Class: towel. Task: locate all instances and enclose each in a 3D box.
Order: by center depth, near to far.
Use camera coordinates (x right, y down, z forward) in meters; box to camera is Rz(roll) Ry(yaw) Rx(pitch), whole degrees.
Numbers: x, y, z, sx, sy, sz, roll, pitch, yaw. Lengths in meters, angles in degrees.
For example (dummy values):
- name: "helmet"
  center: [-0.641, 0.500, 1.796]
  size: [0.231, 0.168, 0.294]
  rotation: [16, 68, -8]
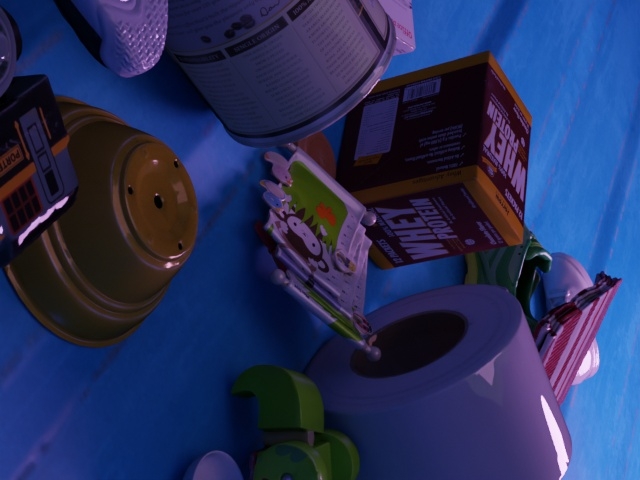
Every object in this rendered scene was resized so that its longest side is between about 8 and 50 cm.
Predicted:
- name: "towel"
  center: [0.319, 0.179, 1.733]
  size: [0.329, 0.037, 0.237]
  rotation: [-21, 135, -60]

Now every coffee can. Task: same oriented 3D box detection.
- name: "coffee can"
  center: [-0.078, -0.250, 1.150]
  size: [0.275, 0.201, 0.202]
  rotation: [53, 38, -37]

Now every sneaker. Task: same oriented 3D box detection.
- name: "sneaker"
  center: [-0.226, -0.225, 0.924]
  size: [0.269, 0.153, 0.101]
  rotation: [63, 30, -3]
- name: "sneaker"
  center: [0.262, 0.010, 1.724]
  size: [0.109, 0.123, 0.296]
  rotation: [23, 60, -55]
- name: "sneaker"
  center: [0.387, 0.127, 1.957]
  size: [0.094, 0.080, 0.212]
  rotation: [-20, 98, -49]

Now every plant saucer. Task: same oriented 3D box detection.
- name: "plant saucer"
  center: [-0.004, -0.091, 1.411]
  size: [0.083, 0.013, 0.084]
  rotation: [29, 55, -52]

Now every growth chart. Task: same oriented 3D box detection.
- name: "growth chart"
  center: [0.000, 0.000, 1.299]
  size: [0.172, 0.021, 0.237]
  rotation: [37, 34, -27]

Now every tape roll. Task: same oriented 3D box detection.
- name: "tape roll"
  center: [0.121, 0.177, 1.295]
  size: [0.169, 0.246, 0.246]
  rotation: [66, 31, -19]

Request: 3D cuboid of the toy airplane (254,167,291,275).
- name: "toy airplane"
  center: [-0.021, -0.004, 1.327]
  size: [0.151, 0.028, 0.151]
  rotation: [39, 35, -34]

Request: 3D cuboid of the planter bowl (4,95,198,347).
- name: "planter bowl"
  center: [-0.165, -0.024, 1.028]
  size: [0.217, 0.090, 0.217]
  rotation: [28, 56, -53]

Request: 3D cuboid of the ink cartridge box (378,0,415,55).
- name: "ink cartridge box"
  center: [0.065, -0.318, 1.566]
  size: [0.109, 0.063, 0.151]
  rotation: [20, 63, -57]

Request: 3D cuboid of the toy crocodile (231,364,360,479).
- name: "toy crocodile"
  center: [-0.022, 0.285, 1.160]
  size: [0.115, 0.105, 0.341]
  rotation: [-1, 85, -68]

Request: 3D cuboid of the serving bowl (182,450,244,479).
- name: "serving bowl"
  center: [-0.100, 0.231, 1.107]
  size: [0.083, 0.027, 0.083]
  rotation: [31, 53, -53]

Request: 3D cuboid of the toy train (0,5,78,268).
- name: "toy train"
  center: [-0.284, -0.034, 0.789]
  size: [0.334, 0.142, 0.190]
  rotation: [-55, 136, -52]

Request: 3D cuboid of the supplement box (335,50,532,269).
- name: "supplement box"
  center: [0.135, -0.092, 1.472]
  size: [0.129, 0.191, 0.194]
  rotation: [48, 42, -42]
